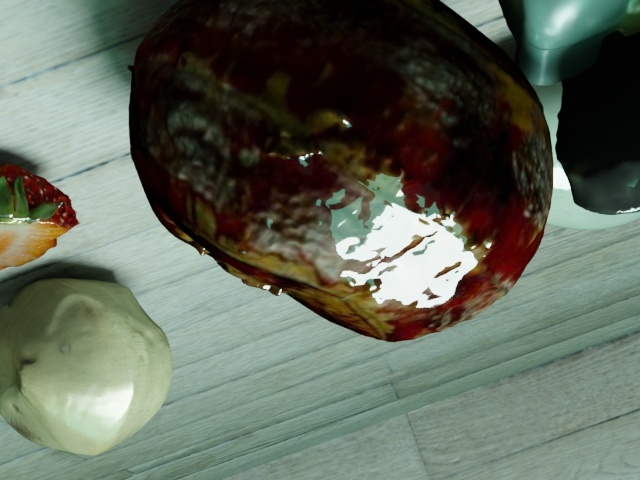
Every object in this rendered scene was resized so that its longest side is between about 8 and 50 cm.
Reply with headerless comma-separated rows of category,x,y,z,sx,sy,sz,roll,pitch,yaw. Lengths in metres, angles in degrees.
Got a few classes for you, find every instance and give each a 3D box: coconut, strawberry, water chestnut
coconut,-0.279,0.139,1.191,0.224,0.224,0.224,-17,158,-7
strawberry,-0.300,-0.015,0.964,0.146,0.082,0.187,-1,159,-27
water chestnut,0.021,-0.097,0.812,0.302,0.350,0.350,-62,159,-9

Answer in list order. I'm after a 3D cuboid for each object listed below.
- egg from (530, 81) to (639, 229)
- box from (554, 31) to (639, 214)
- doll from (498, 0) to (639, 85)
egg,0.259,-0.102,1.079,0.264,0.183,0.183,3,151,-29
box,0.355,-0.148,0.807,0.350,0.091,0.359,-17,-158,22
doll,0.251,-0.239,0.762,0.260,0.177,0.161,-16,160,2
